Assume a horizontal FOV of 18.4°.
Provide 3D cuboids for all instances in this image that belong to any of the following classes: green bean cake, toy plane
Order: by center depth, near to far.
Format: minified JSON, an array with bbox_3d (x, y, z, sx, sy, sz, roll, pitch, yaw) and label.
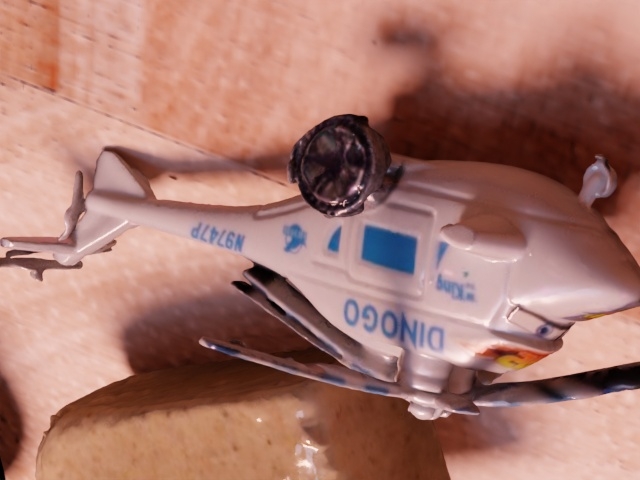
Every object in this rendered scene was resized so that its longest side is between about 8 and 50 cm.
[{"bbox_3d":[0.006,0.000,0.762,0.182,0.107,0.273,6,-173,-35],"label":"toy plane"},{"bbox_3d":[-0.034,0.110,0.855,0.179,0.085,0.109,-10,99,40],"label":"green bean cake"}]

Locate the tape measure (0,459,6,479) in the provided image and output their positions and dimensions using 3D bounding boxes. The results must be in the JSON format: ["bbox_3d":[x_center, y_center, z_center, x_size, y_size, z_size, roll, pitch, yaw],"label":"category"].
[{"bbox_3d":[-0.249,0.111,0.999,0.186,0.112,0.199,41,146,-2],"label":"tape measure"}]
